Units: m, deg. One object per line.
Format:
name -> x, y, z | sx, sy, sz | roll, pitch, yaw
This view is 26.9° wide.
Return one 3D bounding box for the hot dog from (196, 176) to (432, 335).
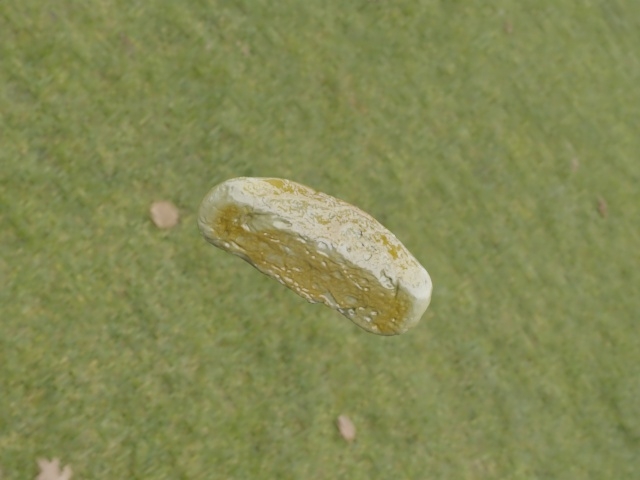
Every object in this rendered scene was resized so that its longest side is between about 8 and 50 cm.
hot dog -> 0.000, 0.000, 0.484 | 0.090, 0.030, 0.034 | 29, 41, -8
